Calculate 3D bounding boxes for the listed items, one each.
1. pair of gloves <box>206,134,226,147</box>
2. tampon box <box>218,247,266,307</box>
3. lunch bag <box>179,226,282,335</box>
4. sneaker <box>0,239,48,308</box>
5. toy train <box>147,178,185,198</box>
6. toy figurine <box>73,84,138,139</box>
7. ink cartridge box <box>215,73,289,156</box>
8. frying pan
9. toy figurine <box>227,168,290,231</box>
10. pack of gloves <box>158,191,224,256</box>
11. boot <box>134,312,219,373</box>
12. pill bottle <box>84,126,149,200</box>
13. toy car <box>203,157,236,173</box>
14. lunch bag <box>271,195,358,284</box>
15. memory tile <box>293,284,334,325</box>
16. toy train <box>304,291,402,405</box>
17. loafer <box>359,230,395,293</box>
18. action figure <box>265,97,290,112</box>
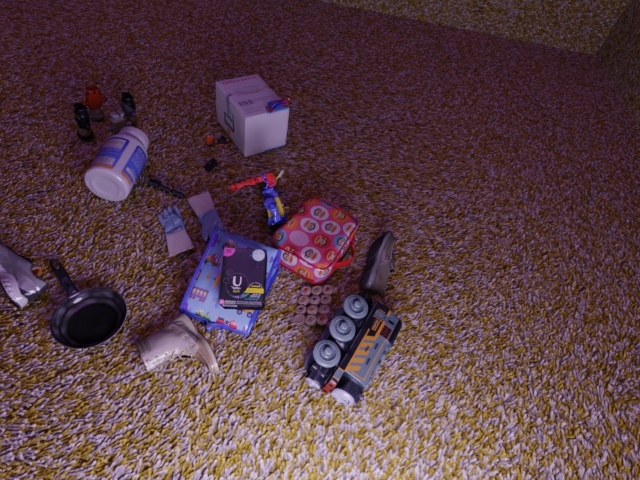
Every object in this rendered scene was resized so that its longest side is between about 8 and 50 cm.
[{"bbox_3d":[-0.435,-0.415,1.822,0.083,0.010,0.074,-1,50,-12],"label":"pair of gloves"},{"bbox_3d":[-0.214,0.110,1.231,0.121,0.101,0.160,2,74,-4],"label":"tampon box"},{"bbox_3d":[-0.273,0.140,1.321,0.221,0.138,0.293,19,59,3],"label":"lunch bag"},{"bbox_3d":[-0.889,0.078,1.272,0.108,0.100,0.271,-33,66,-32],"label":"sneaker"},{"bbox_3d":[-0.561,-0.192,1.603,0.158,0.027,0.036,22,39,9],"label":"toy train"},{"bbox_3d":[-0.849,-0.492,1.735,0.210,0.148,0.213,7,47,-12],"label":"toy figurine"},{"bbox_3d":[-0.288,-0.525,1.816,0.198,0.197,0.270,-22,58,-26],"label":"ink cartridge box"},{"bbox_3d":[-0.703,0.194,1.237,0.326,0.053,0.197,23,50,12],"label":"frying pan"},{"bbox_3d":[-0.198,-0.122,1.546,0.191,0.217,0.362,-18,10,-6],"label":"toy figurine"},{"bbox_3d":[-0.444,-0.051,1.507,0.195,0.046,0.232,-22,54,-12],"label":"pack of gloves"},{"bbox_3d":[-0.387,0.310,1.178,0.165,0.077,0.213,-30,56,-30],"label":"boot"},{"bbox_3d":[-0.717,-0.285,1.571,0.153,0.152,0.272,9,49,-2],"label":"pill bottle"},{"bbox_3d":[-0.392,-0.275,1.708,0.122,0.060,0.040,30,6,-5],"label":"toy car"},{"bbox_3d":[0.000,0.000,1.478,0.258,0.120,0.293,28,51,13],"label":"lunch bag"},{"bbox_3d":[-0.021,0.198,1.352,0.113,0.012,0.148,-3,47,17],"label":"memory tile"},{"bbox_3d":[0.094,0.299,1.240,0.190,0.142,0.334,34,52,6],"label":"toy train"},{"bbox_3d":[0.207,0.078,1.482,0.087,0.094,0.251,33,58,-14],"label":"loafer"},{"bbox_3d":[-0.160,-0.532,1.701,0.038,0.030,0.115,36,52,22],"label":"action figure"}]
